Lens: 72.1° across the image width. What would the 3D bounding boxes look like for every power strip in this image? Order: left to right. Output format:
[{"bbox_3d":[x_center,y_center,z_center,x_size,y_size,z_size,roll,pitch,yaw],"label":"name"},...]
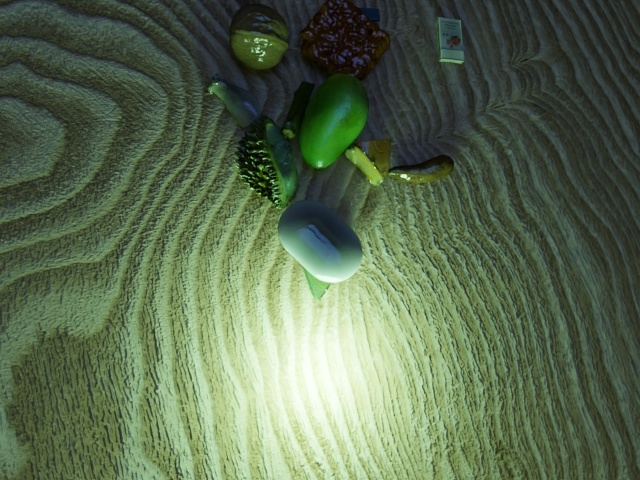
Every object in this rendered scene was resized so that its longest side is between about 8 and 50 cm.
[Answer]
[{"bbox_3d":[0.189,-0.936,1.832,0.123,0.032,0.056,-5,82,-13],"label":"power strip"}]

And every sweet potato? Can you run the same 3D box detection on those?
[{"bbox_3d":[0.411,-0.277,1.753,0.291,0.097,0.098,-14,85,-13],"label":"sweet potato"}]

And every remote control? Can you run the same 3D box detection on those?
[{"bbox_3d":[0.000,0.000,1.551,0.332,0.103,0.221,44,72,2],"label":"remote control"}]

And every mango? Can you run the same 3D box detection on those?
[{"bbox_3d":[0.050,-0.440,1.638,0.225,0.201,0.382,24,81,-6],"label":"mango"}]

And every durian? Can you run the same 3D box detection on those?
[{"bbox_3d":[-0.193,-0.281,1.592,0.198,0.163,0.395,11,54,-51],"label":"durian"}]

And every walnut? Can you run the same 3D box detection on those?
[{"bbox_3d":[-0.225,-0.749,1.623,0.227,0.228,0.228,2,81,-12],"label":"walnut"}]

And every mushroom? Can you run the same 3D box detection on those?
[{"bbox_3d":[-0.317,-0.527,1.625,0.116,0.093,0.225,-43,98,6],"label":"mushroom"}]

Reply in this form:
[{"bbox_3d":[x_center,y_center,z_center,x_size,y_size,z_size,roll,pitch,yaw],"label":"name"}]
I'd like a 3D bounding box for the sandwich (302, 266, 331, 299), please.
[{"bbox_3d":[-0.021,0.061,1.622,0.212,0.063,0.245,37,75,-1],"label":"sandwich"}]

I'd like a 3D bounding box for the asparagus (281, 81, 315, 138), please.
[{"bbox_3d":[-0.082,-0.507,1.664,0.067,0.060,0.278,24,65,-19],"label":"asparagus"}]

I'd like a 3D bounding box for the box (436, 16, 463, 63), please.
[{"bbox_3d":[0.564,-0.869,1.910,0.109,0.029,0.199,1,81,-13],"label":"box"}]

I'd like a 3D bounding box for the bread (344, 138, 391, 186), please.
[{"bbox_3d":[0.177,-0.305,1.684,0.159,0.140,0.169,8,80,-17],"label":"bread"}]

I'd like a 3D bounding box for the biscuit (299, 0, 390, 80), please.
[{"bbox_3d":[0.092,-0.784,1.740,0.312,0.110,0.318,39,84,-7],"label":"biscuit"}]
